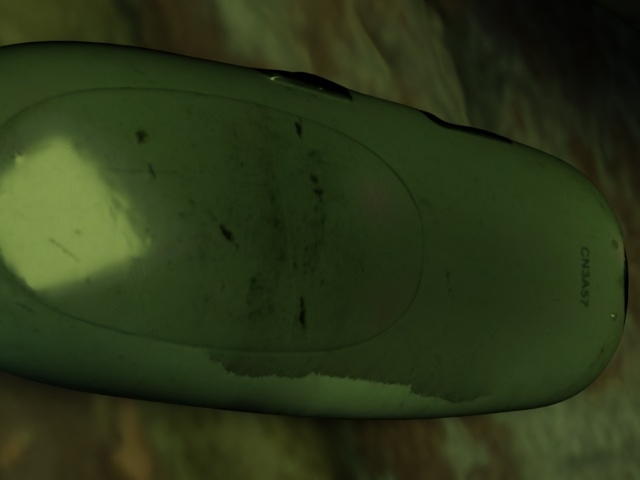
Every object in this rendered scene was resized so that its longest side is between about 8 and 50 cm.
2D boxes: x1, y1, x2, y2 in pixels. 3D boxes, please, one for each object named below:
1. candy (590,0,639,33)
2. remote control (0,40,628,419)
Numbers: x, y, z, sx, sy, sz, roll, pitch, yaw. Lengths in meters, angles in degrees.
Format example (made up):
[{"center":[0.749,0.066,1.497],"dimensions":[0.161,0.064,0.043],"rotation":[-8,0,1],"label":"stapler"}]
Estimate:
[{"center":[0.171,-0.124,0.531],"dimensions":[0.185,0.137,0.195],"rotation":[24,96,-26],"label":"candy"},{"center":[-0.001,0.000,0.476],"dimensions":[0.256,0.045,0.097],"rotation":[5,83,-41],"label":"remote control"}]
